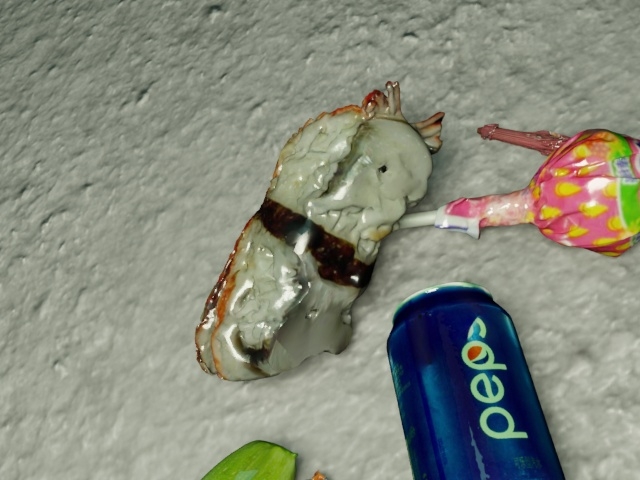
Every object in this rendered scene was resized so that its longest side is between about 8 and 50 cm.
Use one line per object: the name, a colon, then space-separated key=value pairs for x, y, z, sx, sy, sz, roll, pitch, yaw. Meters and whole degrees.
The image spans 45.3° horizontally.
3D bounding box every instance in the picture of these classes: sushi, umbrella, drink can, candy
sushi: x=0.000 y=0.000 z=0.743 sx=0.130 sy=0.124 sz=0.332 roll=24 pitch=87 yaw=44
umbrella: x=0.247 y=-0.105 z=0.830 sx=0.165 sy=0.025 sz=0.027 roll=17 pitch=80 yaw=30
drink can: x=0.123 y=0.141 z=0.637 sx=0.118 sy=0.118 sz=0.204 roll=-15 pitch=54 yaw=7
candy: x=0.154 y=-0.032 z=0.776 sx=0.366 sy=0.124 sz=0.124 roll=-7 pitch=54 yaw=24

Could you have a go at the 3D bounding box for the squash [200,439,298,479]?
squash: x=-0.123 y=0.288 z=0.636 sx=0.082 sy=0.082 sz=0.292 roll=26 pitch=64 yaw=31

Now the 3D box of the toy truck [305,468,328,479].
toy truck: x=-0.017 y=0.242 z=0.670 sx=0.032 sy=0.024 sz=0.083 roll=35 pitch=66 yaw=3
